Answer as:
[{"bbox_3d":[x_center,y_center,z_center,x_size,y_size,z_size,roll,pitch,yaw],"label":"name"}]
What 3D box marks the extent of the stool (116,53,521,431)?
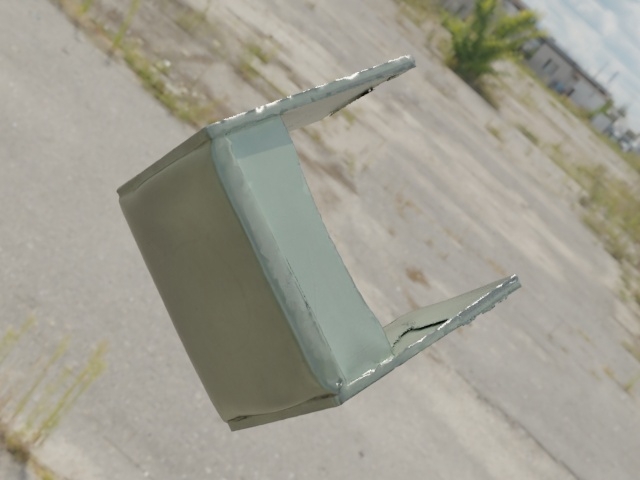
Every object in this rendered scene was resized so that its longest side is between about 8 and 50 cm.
[{"bbox_3d":[0.000,0.000,0.964,0.269,0.170,0.244,-26,91,-40],"label":"stool"}]
